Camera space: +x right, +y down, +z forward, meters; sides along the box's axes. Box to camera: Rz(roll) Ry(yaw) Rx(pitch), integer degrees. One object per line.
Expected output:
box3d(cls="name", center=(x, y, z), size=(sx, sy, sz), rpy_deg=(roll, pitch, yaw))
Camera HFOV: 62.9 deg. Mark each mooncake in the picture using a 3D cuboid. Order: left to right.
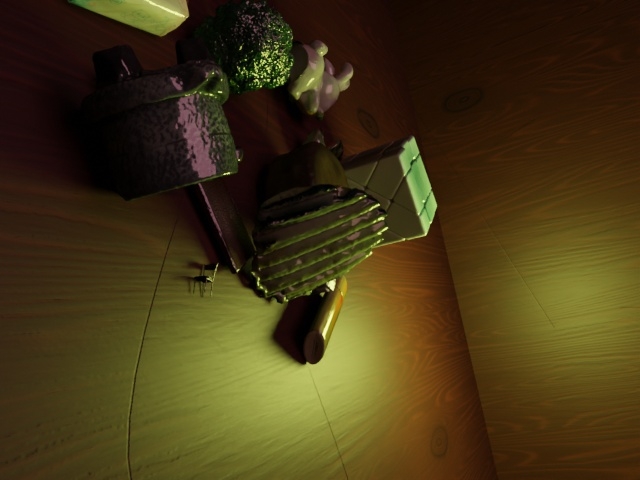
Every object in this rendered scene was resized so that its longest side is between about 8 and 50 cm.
box3d(cls="mooncake", center=(-0.035, -0.126, 1.585), size=(0.324, 0.187, 0.324), rpy_deg=(40, 43, -52))

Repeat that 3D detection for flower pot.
box3d(cls="flower pot", center=(-0.291, -0.243, 1.018), size=(0.299, 0.298, 0.283), rpy_deg=(-30, 107, -63))

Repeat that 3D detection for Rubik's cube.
box3d(cls="Rubik's cube", center=(0.232, -0.178, 1.985), size=(0.322, 0.318, 0.316), rpy_deg=(67, 26, -16))

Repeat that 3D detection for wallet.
box3d(cls="wallet", center=(-0.241, -0.049, 1.306), size=(0.243, 0.039, 0.133), rpy_deg=(66, 21, -15))

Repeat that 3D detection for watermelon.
box3d(cls="watermelon", center=(0.017, -0.321, 1.945), size=(0.094, 0.125, 0.135), rpy_deg=(50, -12, 19))

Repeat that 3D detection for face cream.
box3d(cls="face cream", center=(0.018, 0.232, 1.591), size=(0.285, 0.067, 0.140), rpy_deg=(-64, 167, -54))

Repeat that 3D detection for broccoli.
box3d(cls="broccoli", center=(-0.210, -0.544, 1.452), size=(0.294, 0.265, 0.245), rpy_deg=(5, 32, -25))

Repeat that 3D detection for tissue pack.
box3d(cls="tissue pack", center=(-0.429, -0.585, 1.136), size=(0.271, 0.124, 0.202), rpy_deg=(-11, 89, -65))

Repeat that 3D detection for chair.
box3d(cls="chair", center=(-0.263, 0.084, 1.189), size=(0.042, 0.037, 0.086), rpy_deg=(53, 36, -57))

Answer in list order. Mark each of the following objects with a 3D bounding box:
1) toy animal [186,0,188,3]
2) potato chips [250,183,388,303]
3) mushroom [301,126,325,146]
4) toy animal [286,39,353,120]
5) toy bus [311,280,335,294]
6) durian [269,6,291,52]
box3d(cls="toy animal", center=(-0.358, -0.695, 1.393), size=(0.083, 0.089, 0.150), rpy_deg=(30, 50, -26))
box3d(cls="potato chips", center=(0.000, 0.000, 1.414), size=(0.070, 0.428, 0.359), rpy_deg=(48, -28, 43))
box3d(cls="mushroom", center=(0.012, -0.209, 1.811), size=(0.109, 0.097, 0.352), rpy_deg=(-21, 99, -38))
box3d(cls="toy animal", center=(-0.025, -0.562, 1.827), size=(0.310, 0.182, 0.248), rpy_deg=(18, 94, -56))
box3d(cls="toy bus", center=(-0.008, 0.132, 1.590), size=(0.052, 0.102, 0.058), rpy_deg=(44, 42, -46))
box3d(cls="durian", center=(-0.179, -0.624, 1.626), size=(0.195, 0.167, 0.196), rpy_deg=(14, 60, -25))
